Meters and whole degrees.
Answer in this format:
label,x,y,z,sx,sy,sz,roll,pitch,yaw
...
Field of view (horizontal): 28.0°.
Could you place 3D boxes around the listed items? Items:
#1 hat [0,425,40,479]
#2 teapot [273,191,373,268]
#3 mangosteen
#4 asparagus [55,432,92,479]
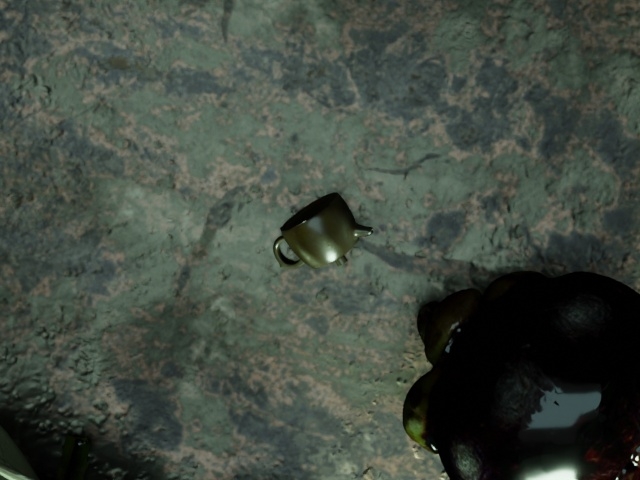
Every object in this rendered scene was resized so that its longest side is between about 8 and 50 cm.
label,x,y,z,sx,sy,sz,roll,pitch,yaw
hat,-0.317,0.290,1.338,0.301,0.168,0.258,15,114,-7
teapot,0.000,0.000,1.360,0.121,0.076,0.068,-27,103,29
mangosteen,0.220,0.149,1.295,0.233,0.287,0.288,29,94,-30
asparagus,-0.275,0.293,1.400,0.036,0.030,0.165,6,94,-9
